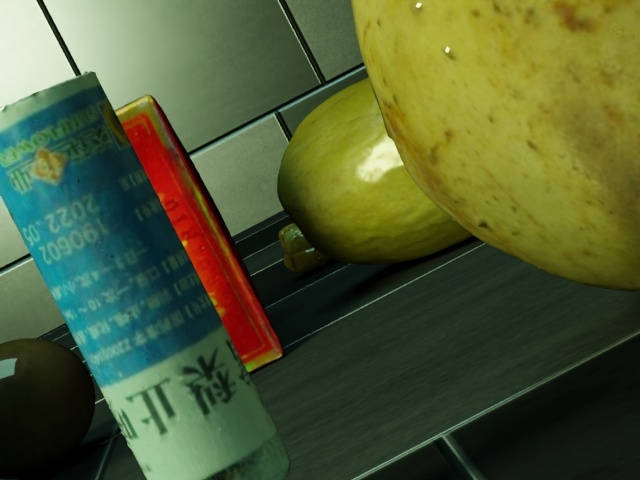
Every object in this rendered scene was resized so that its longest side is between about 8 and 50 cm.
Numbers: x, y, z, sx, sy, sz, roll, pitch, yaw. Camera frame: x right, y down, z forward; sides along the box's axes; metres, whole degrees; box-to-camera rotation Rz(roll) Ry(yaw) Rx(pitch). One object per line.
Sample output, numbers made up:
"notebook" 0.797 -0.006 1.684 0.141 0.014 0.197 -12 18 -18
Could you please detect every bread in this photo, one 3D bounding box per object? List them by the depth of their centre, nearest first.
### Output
"bread" 0.000 0.000 1.644 0.081 0.046 0.083 -18 7 33

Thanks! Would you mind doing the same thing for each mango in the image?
"mango" 0.121 -0.079 1.293 0.331 0.142 0.195 -18 11 14

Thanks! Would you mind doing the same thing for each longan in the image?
"longan" -0.206 0.117 1.215 0.113 0.092 0.113 -41 -11 -10

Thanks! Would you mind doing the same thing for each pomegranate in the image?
"pomegranate" 0.145 -0.113 0.707 0.281 0.281 0.281 -27 4 2

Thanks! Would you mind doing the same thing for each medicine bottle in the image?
"medicine bottle" -0.059 0.034 0.616 0.051 0.191 0.051 -27 2 1

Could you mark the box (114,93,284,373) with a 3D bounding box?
"box" -0.113 0.000 1.312 0.089 0.197 0.313 -28 5 -3
